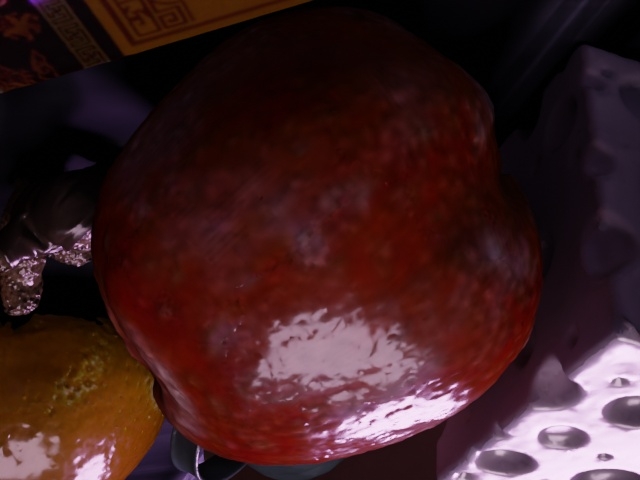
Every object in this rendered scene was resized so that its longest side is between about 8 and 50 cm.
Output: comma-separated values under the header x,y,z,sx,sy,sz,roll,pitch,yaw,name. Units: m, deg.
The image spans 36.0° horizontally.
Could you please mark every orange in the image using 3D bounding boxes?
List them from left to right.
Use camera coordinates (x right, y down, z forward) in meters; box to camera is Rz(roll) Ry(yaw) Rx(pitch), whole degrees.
x,y,z,sx,sy,sz,roll,pitch,yaw,name
-0.309,0.158,0.883,0.335,0.196,0.262,10,137,-8,orange

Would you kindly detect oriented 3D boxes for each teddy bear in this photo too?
x,y,z,sx,sy,sz,roll,pitch,yaw,name
-0.188,-0.016,0.692,0.119,0.078,0.160,-42,-176,-33,teddy bear

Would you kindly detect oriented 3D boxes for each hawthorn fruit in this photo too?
x,y,z,sx,sy,sz,roll,pitch,yaw,name
0.000,0.000,0.604,0.284,0.284,0.284,-8,153,-4,hawthorn fruit

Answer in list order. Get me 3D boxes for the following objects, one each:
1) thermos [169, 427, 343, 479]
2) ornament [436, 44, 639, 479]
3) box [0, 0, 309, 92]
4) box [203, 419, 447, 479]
x,y,z,sx,sy,sz,roll,pitch,yaw,name
-0.056,0.135,0.878,0.145,0.182,0.286,27,166,20,thermos
0.240,0.050,0.716,0.239,0.239,0.239,15,142,-13,ornament
-0.050,-0.199,0.344,0.415,0.115,0.264,-15,154,8,box
0.036,0.267,1.081,0.301,0.301,0.216,-14,156,6,box
